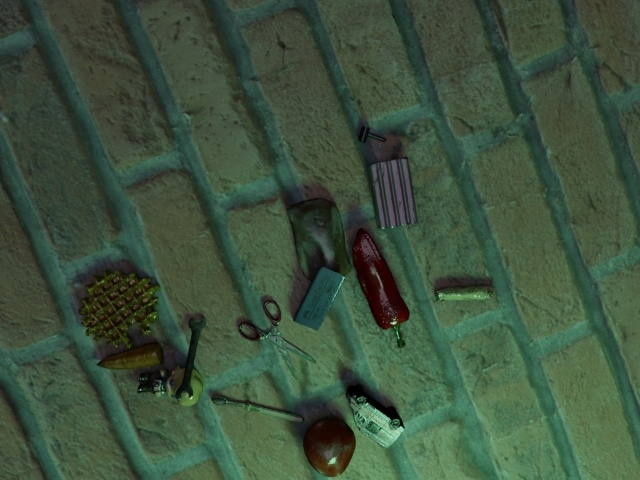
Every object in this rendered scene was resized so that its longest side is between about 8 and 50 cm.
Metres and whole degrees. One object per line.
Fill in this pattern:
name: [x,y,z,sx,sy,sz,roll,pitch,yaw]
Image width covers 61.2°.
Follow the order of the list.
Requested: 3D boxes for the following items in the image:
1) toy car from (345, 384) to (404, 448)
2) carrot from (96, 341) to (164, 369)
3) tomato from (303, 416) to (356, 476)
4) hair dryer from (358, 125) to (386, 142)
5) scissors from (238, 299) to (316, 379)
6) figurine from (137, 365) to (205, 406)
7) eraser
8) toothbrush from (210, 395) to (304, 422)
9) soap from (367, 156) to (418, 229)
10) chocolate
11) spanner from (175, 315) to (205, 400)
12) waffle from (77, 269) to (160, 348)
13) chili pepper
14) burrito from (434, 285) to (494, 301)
toy car: [0.149,0.532,1.640,0.210,0.089,0.108,36,97,-7]
carrot: [-0.572,0.351,1.614,0.205,0.072,0.072,-9,94,4]
tomato: [0.028,0.615,1.610,0.167,0.167,0.167,0,93,-2]
hair dryer: [0.158,-0.310,1.624,0.083,0.026,0.047,16,95,-11]
scissors: [-0.124,0.311,1.652,0.144,0.017,0.247,-41,95,1]
figurine: [-0.444,0.427,1.605,0.196,0.108,0.114,6,76,4]
eraser: [-0.006,0.174,1.599,0.082,0.036,0.225,24,113,-7]
toothbrush: [-0.192,0.518,1.658,0.294,0.028,0.026,15,94,-8]
soap: [0.214,-0.140,1.613,0.122,0.065,0.203,-9,94,-2]
chocolate: [-0.002,0.000,1.605,0.157,0.080,0.254,-13,94,-1]
spanner: [-0.378,0.340,1.580,0.054,0.015,0.254,5,62,-1]
waffle: [-0.598,0.201,1.608,0.232,0.051,0.228,14,93,-2]
chili pepper: [0.180,0.147,1.608,0.110,0.110,0.387,-23,91,-1]
burrito: [0.442,0.161,1.655,0.185,0.041,0.045,0,135,-3]
